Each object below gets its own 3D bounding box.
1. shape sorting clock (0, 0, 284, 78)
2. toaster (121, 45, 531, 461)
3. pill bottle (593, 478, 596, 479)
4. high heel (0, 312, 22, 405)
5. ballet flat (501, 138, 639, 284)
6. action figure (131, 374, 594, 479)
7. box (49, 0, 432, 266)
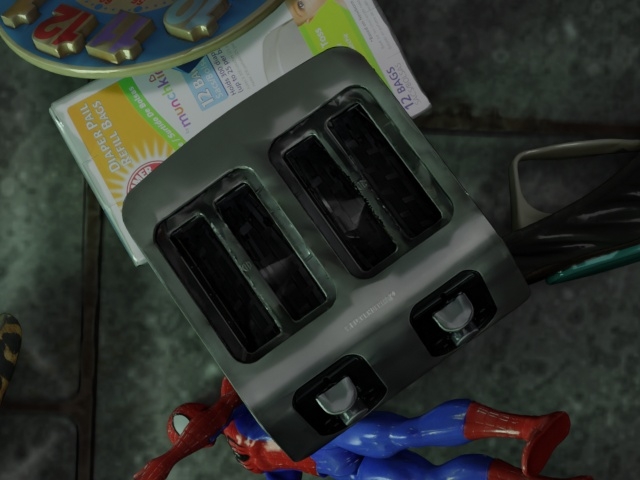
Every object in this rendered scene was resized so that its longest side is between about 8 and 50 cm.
[{"bbox_3d":[-0.101,-0.172,1.186,0.206,0.040,0.206,-11,49,13],"label":"shape sorting clock"},{"bbox_3d":[0.000,0.000,1.091,0.168,0.110,0.186,-35,73,-1],"label":"toaster"},{"bbox_3d":[0.059,0.264,1.187,0.301,0.169,0.169,-27,91,-3],"label":"pill bottle"},{"bbox_3d":[-0.204,0.192,1.228,0.186,0.093,0.261,34,79,-20],"label":"high heel"},{"bbox_3d":[0.119,0.001,1.238,0.280,0.095,0.096,-23,81,-14],"label":"ballet flat"},{"bbox_3d":[0.001,0.145,1.153,0.139,0.280,0.091,-50,130,-35],"label":"action figure"},{"bbox_3d":[-0.049,-0.077,1.215,0.203,0.103,0.114,-28,91,-3],"label":"box"}]
